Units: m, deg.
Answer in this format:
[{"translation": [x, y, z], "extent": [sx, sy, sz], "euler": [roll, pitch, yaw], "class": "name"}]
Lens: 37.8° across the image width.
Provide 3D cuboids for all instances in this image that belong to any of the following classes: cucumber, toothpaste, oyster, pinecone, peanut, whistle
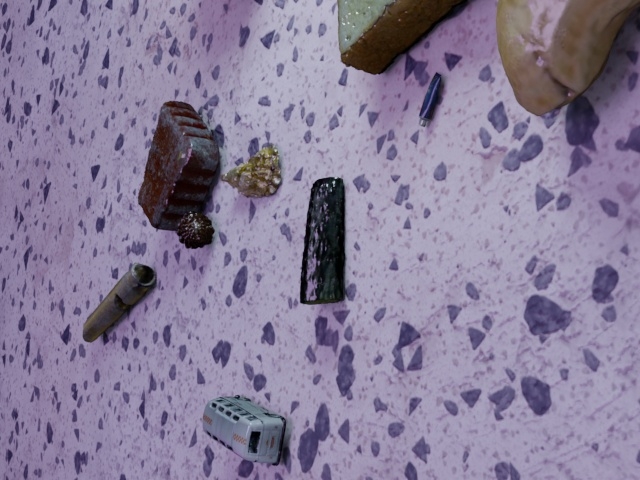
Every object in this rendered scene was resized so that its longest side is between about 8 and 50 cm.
[{"translation": [-0.003, 0.000, 1.558], "extent": [0.078, 0.062, 0.211], "euler": [-15, 72, 53], "class": "cucumber"}, {"translation": [0.165, -0.211, 1.403], "extent": [0.027, 0.019, 0.083], "euler": [-123, 48, -73], "class": "toothpaste"}, {"translation": [-0.119, -0.133, 1.771], "extent": [0.121, 0.045, 0.146], "euler": [-57, 41, 9], "class": "oyster"}, {"translation": [-0.254, -0.022, 1.905], "extent": [0.083, 0.077, 0.077], "euler": [-112, 39, -70], "class": "pinecone"}, {"translation": [0.314, -0.318, 1.109], "extent": [0.174, 0.158, 0.340], "euler": [40, 125, 16], "class": "peanut"}, {"translation": [-0.481, 0.149, 2.195], "extent": [0.326, 0.057, 0.067], "euler": [-39, 51, 44], "class": "whistle"}]

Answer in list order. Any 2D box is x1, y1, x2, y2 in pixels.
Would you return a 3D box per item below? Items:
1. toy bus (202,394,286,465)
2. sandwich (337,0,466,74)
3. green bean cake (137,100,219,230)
[{"translation": [-0.142, 0.333, 1.666], "extent": [0.194, 0.089, 0.087], "euler": [14, 95, 55], "class": "toy bus"}, {"translation": [0.128, -0.428, 1.431], "extent": [0.273, 0.095, 0.248], "euler": [-33, 55, 48], "class": "sandwich"}, {"translation": [-0.303, -0.150, 1.970], "extent": [0.198, 0.097, 0.232], "euler": [51, 124, 44], "class": "green bean cake"}]
